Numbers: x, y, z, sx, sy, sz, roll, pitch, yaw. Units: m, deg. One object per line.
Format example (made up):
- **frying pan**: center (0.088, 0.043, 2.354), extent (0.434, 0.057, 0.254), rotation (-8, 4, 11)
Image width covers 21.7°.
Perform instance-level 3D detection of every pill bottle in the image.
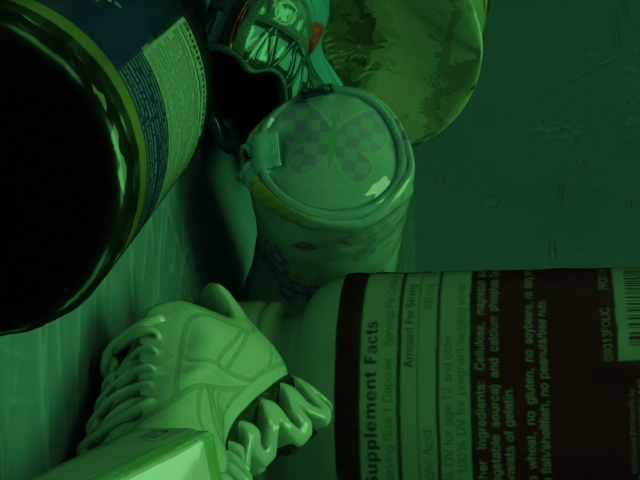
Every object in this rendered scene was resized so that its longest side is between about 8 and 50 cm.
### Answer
- **pill bottle**: center (0.104, 0.133, 1.151), extent (0.224, 0.392, 0.224), rotation (-2, 90, -81)
- **pill bottle**: center (-0.110, -0.053, 0.655), extent (0.219, 0.123, 0.123), rotation (-70, 157, -71)

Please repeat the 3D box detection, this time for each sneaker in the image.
- **sneaker**: center (-0.051, -0.109, 1.274), extent (0.125, 0.104, 0.262), rotation (-62, 159, -26)
- **sneaker**: center (-0.089, 0.102, 0.915), extent (0.118, 0.110, 0.292), rotation (62, 17, -2)

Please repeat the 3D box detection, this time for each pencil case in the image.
- **pencil case**: center (0.000, 0.000, 1.261), extent (0.273, 0.124, 0.113), rotation (94, -22, -61)

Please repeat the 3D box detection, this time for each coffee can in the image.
- **coffee can**: center (0.063, -0.220, 1.615), extent (0.275, 0.201, 0.201), rotation (-70, 157, -68)

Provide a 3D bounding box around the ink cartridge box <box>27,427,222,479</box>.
- **ink cartridge box**: center (-0.117, 0.192, 0.680), extent (0.235, 0.056, 0.171), rotation (-21, 105, -51)
